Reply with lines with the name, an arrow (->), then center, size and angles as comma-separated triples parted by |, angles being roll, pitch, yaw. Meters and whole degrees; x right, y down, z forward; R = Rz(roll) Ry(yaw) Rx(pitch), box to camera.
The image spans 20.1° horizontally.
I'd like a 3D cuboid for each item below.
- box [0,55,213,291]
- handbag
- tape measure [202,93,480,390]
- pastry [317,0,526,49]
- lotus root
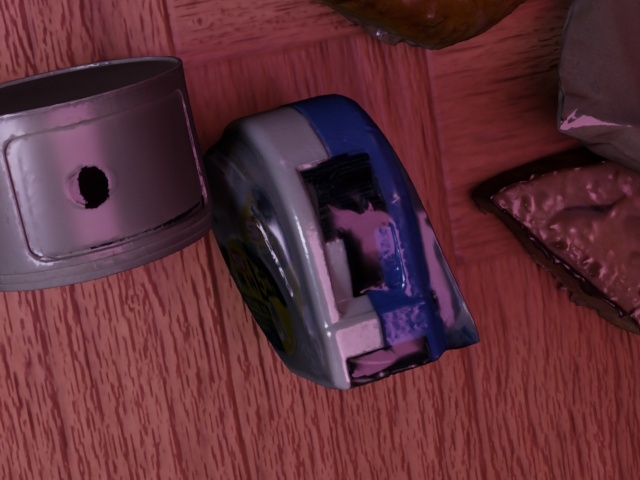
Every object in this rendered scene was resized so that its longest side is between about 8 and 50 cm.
box -> -0.213, -0.062, 1.557 | 0.226, 0.226, 0.149 | -17, 104, -17
handbag -> 0.362, -0.156, 1.793 | 0.315, 0.109, 0.253 | 22, 64, -25
tape measure -> 0.000, 0.002, 1.628 | 0.138, 0.259, 0.262 | -25, 100, -16
pastry -> 0.091, -0.340, 1.671 | 0.329, 0.136, 0.330 | -3, 99, -19
lotus root -> 0.293, -0.013, 1.837 | 0.170, 0.074, 0.261 | -46, 109, -8
